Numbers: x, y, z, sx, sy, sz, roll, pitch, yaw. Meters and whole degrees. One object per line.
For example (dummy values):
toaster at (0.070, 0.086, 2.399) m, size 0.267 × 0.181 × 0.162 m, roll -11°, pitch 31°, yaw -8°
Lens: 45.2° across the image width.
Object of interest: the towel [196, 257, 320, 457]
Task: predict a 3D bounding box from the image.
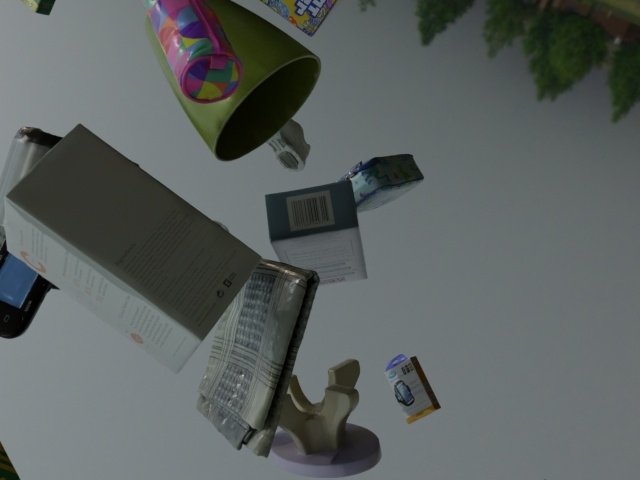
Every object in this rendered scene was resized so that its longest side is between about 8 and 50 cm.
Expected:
towel at (-0.131, 0.190, 1.366) m, size 0.056 × 0.324 × 0.312 m, roll 17°, pitch 176°, yaw -30°

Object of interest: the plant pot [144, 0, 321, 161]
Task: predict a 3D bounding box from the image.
plant pot at (-0.196, -0.353, 1.495) m, size 0.293 × 0.275 × 0.274 m, roll 47°, pitch -154°, yaw 10°

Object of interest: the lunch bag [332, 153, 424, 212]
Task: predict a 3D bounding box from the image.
lunch bag at (0.124, -0.128, 1.809) m, size 0.219 × 0.176 × 0.090 m, roll -16°, pitch -104°, yaw -50°

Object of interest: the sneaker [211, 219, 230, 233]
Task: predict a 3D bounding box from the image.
sneaker at (-0.293, 0.015, 1.439) m, size 0.255 × 0.094 × 0.151 m, roll -8°, pitch -179°, yaw 6°

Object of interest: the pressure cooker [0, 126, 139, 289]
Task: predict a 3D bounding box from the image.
pressure cooker at (-0.727, -0.072, 2.166) m, size 0.369 × 0.421 × 0.375 m, roll 18°, pitch 179°, yaw 32°

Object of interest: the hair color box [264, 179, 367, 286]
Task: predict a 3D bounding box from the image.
hair color box at (0.000, 0.000, 1.728) m, size 0.185 × 0.114 × 0.374 m, roll -9°, pitch 160°, yaw 3°

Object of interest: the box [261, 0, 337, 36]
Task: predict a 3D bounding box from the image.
box at (-0.052, -0.486, 1.154) m, size 0.279 × 0.177 × 0.290 m, roll 35°, pitch -153°, yaw -6°

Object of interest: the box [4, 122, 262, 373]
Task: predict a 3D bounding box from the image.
box at (-0.297, 0.022, 1.199) m, size 0.345 × 0.215 × 0.168 m, roll 37°, pitch -120°, yaw -3°

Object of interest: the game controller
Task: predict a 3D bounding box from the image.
game controller at (-0.671, 0.063, 1.747) m, size 0.166 × 0.319 × 0.067 m, roll 16°, pitch 165°, yaw 30°

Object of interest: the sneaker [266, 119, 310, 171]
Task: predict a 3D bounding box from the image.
sneaker at (-0.108, -0.298, 2.049) m, size 0.232 × 0.090 × 0.115 m, roll 55°, pitch -139°, yaw -26°

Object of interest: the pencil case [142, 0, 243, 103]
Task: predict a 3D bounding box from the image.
pencil case at (-0.195, -0.311, 1.142) m, size 0.104 × 0.104 × 0.236 m, roll 3°, pitch -132°, yaw -41°

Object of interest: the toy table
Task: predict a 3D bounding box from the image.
toy table at (-0.009, 0.352, 1.522) m, size 0.274 × 0.161 × 0.252 m, roll -4°, pitch -168°, yaw 39°

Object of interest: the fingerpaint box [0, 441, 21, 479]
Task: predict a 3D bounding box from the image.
fingerpaint box at (-0.667, 0.351, 1.253) m, size 0.444 × 0.371 × 0.163 m, roll 8°, pitch -147°, yaw 41°

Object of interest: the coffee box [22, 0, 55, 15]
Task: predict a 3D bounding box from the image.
coffee box at (-0.558, -0.561, 1.542) m, size 0.113 × 0.184 × 0.040 m, roll 41°, pitch -158°, yaw 16°

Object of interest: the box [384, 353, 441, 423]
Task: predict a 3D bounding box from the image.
box at (0.190, 0.309, 1.624) m, size 0.028 × 0.081 × 0.136 m, roll -1°, pitch -119°, yaw -47°
